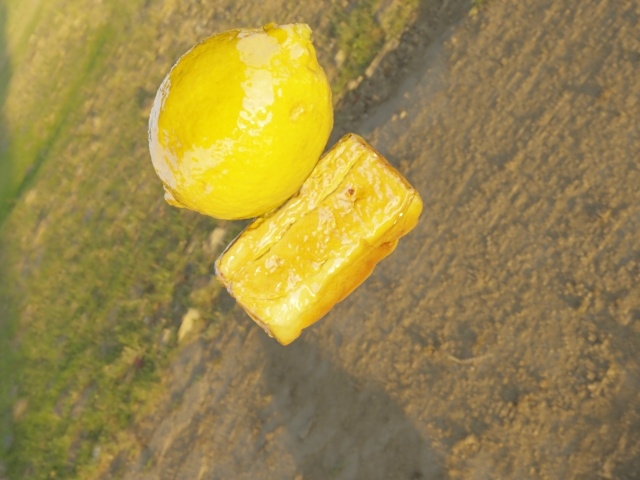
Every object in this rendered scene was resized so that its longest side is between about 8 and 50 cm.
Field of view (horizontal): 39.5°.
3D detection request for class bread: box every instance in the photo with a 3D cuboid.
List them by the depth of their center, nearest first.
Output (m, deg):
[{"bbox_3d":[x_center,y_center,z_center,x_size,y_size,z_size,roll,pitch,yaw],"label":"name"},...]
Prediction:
[{"bbox_3d":[0.000,0.000,1.248,0.294,0.167,0.132,-45,-2,-1],"label":"bread"}]

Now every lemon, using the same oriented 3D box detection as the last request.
[{"bbox_3d":[-0.086,-0.125,0.958,0.256,0.188,0.188,-47,28,25],"label":"lemon"}]
